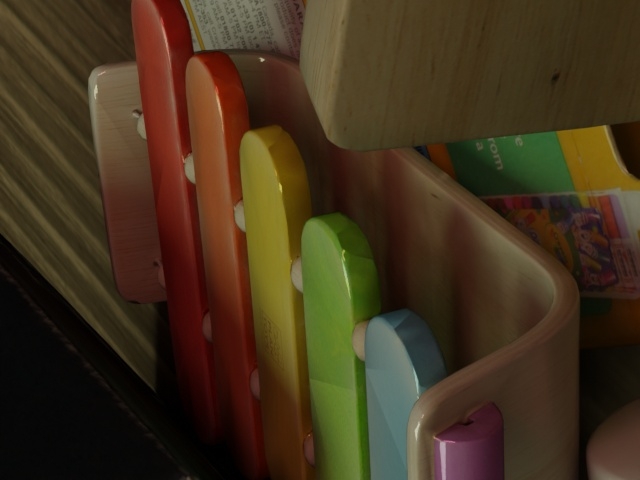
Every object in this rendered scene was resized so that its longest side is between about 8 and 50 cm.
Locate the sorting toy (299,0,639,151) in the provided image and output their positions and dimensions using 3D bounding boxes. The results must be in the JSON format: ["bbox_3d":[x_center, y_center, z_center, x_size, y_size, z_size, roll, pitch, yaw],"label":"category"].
[{"bbox_3d":[0.123,-0.154,0.347,0.257,0.255,0.089,100,155,-44],"label":"sorting toy"}]

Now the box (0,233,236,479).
[{"bbox_3d":[-0.179,0.190,0.858,0.480,0.297,0.472,40,169,42],"label":"box"}]

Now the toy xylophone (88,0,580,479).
[{"bbox_3d":[0.000,0.000,0.624,0.323,0.081,0.236,-146,45,-61],"label":"toy xylophone"}]

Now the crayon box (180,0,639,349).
[{"bbox_3d":[0.060,-0.059,0.685,0.323,0.083,0.203,-11,98,63],"label":"crayon box"}]

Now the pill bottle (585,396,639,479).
[{"bbox_3d":[0.173,0.189,0.558,0.162,0.162,0.278,9,113,59],"label":"pill bottle"}]
